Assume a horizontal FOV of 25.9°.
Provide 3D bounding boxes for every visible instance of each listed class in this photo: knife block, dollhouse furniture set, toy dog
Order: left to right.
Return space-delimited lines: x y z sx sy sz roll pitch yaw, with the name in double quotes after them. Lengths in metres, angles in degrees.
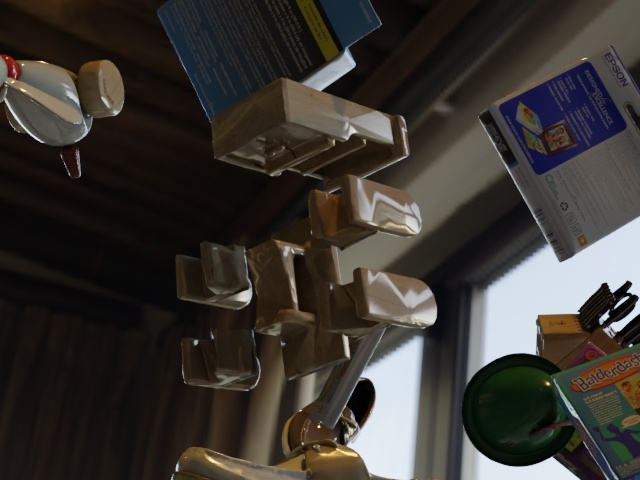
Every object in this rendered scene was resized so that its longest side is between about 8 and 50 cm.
-0.402 -0.168 1.908 0.220 0.161 0.333 -13 -5 38 "toy dog"
0.000 0.000 2.020 0.256 0.394 0.362 13 -28 -44 "dollhouse furniture set"
0.525 0.213 2.605 0.242 0.088 0.276 0 -68 1 "knife block"

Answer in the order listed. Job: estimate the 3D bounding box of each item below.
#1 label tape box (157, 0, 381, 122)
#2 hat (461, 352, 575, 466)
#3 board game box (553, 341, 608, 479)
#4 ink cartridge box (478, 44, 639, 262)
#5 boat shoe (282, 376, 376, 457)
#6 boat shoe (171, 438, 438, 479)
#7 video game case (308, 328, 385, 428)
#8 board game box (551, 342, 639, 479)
-0.065 -0.351 2.215 0.347 0.249 0.115 -32 -12 28 "label tape box"
0.320 0.241 2.057 0.208 0.173 0.183 -22 -9 -5 "hat"
0.533 0.352 2.390 0.347 0.208 0.056 39 -19 22 "board game box"
0.476 -0.160 2.496 0.307 0.304 0.072 -27 -5 -29 "ink cartridge box"
0.023 0.339 2.595 0.096 0.116 0.324 -40 -2 22 "boat shoe"
-0.004 0.244 1.347 0.302 0.103 0.113 25 -18 -28 "boat shoe"
0.047 0.179 2.082 0.023 0.212 0.193 29 -7 -3 "video game case"
0.416 0.228 1.807 0.160 0.210 0.047 -19 -52 -5 "board game box"
